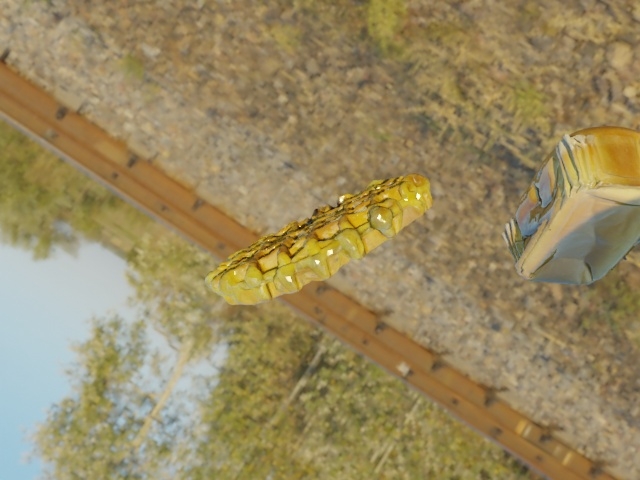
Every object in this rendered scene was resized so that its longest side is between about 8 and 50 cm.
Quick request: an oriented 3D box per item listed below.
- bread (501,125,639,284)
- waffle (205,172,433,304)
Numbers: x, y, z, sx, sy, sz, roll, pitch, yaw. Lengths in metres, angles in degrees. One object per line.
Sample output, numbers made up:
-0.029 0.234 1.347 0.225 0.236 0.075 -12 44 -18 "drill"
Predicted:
0.323 -0.041 1.166 0.136 0.107 0.241 3 149 -6 "bread"
0.000 0.002 1.199 0.309 0.283 0.065 -11 109 52 "waffle"
